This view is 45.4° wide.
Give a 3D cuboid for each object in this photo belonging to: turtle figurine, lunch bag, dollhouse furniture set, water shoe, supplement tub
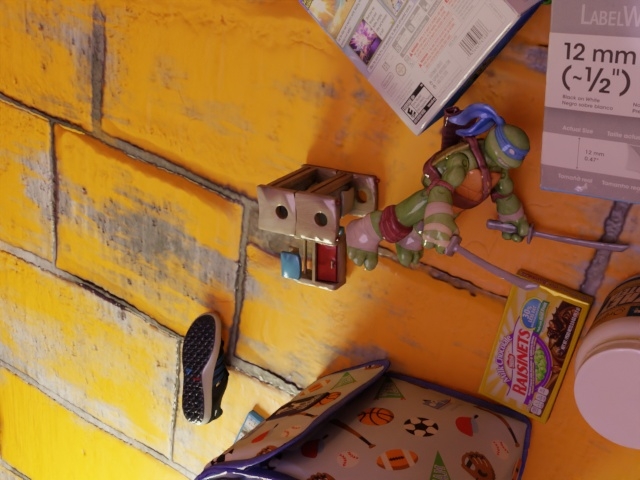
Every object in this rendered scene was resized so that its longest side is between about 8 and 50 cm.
[{"bbox_3d":[0.175,-0.005,0.953,0.274,0.198,0.266,51,139,-8],"label":"turtle figurine"},{"bbox_3d":[0.061,0.335,1.094,0.386,0.328,0.238,14,114,31],"label":"lunch bag"},{"bbox_3d":[0.000,0.000,1.114,0.129,0.129,0.183,12,115,28],"label":"dollhouse furniture set"},{"bbox_3d":[-0.205,0.229,1.385,0.073,0.080,0.203,8,89,27],"label":"water shoe"},{"bbox_3d":[0.379,0.134,0.884,0.144,0.200,0.144,13,116,28],"label":"supplement tub"}]

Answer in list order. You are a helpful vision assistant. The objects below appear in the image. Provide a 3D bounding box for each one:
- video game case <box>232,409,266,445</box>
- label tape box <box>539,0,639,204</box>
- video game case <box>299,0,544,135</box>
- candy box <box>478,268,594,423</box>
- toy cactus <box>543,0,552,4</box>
[{"bbox_3d":[-0.112,0.407,1.433,0.119,0.015,0.166,36,125,16],"label":"video game case"},{"bbox_3d":[0.347,-0.203,0.706,0.249,0.115,0.347,14,122,33],"label":"label tape box"},{"bbox_3d":[0.104,-0.286,0.900,0.244,0.061,0.269,49,155,4],"label":"video game case"},{"bbox_3d":[0.292,0.148,1.055,0.105,0.027,0.205,24,121,26],"label":"candy box"},{"bbox_3d":[0.214,-0.346,0.858,0.219,0.112,0.180,-22,86,48],"label":"toy cactus"}]
